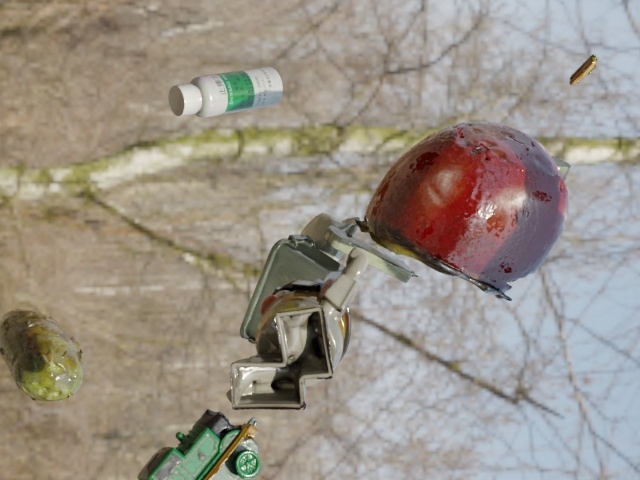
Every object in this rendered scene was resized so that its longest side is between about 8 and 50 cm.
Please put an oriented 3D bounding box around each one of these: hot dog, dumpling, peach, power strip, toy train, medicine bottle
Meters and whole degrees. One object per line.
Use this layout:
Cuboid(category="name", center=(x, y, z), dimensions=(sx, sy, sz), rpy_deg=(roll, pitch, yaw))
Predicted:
Cuboid(category="hot dog", center=(0.544, -0.350, 2.363), dimensions=(0.083, 0.021, 0.037), rpy_deg=(-46, -163, 43))
Cuboid(category="dumpling", center=(0.000, 0.001, 2.491), dimensions=(0.176, 0.092, 0.150), rpy_deg=(-60, -166, 5))
Cuboid(category="peach", center=(0.279, -0.060, 2.284), dimensions=(0.339, 0.416, 0.353), rpy_deg=(23, -45, 46))
Cuboid(category="power strip", center=(0.105, 0.031, 2.362), dimensions=(0.029, 0.226, 0.080), rpy_deg=(-60, -163, 11))
Cuboid(category="toy train", center=(-0.182, 0.343, 1.739), dimensions=(0.228, 0.136, 0.091), rpy_deg=(-52, -167, -24))
Cuboid(category="medicine bottle", center=(-0.211, -0.327, 2.555), dimensions=(0.095, 0.260, 0.095), rpy_deg=(25, -57, 47))

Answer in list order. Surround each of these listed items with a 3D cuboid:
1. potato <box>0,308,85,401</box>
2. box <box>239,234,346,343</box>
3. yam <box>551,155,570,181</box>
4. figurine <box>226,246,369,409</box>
Cuboid(category="potato", center=(-0.561, 0.221, 2.300), dimensions=(0.298, 0.141, 0.176), rpy_deg=(40, -16, 54))
Cuboid(category="box", center=(-0.043, 0.122, 2.350), dimensions=(0.163, 0.135, 0.243), rpy_deg=(2, 112, -61))
Cuboid(category="yam", center=(0.509, -0.111, 2.890), dimensions=(0.254, 0.154, 0.154), rpy_deg=(-61, -161, 10))
Cuboid(category="figurine", center=(-0.033, 0.143, 1.675), dimensions=(0.143, 0.308, 0.308), rpy_deg=(58, -11, -4))
